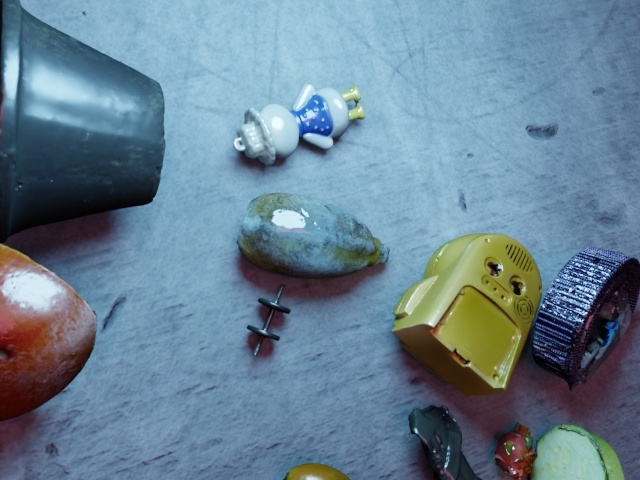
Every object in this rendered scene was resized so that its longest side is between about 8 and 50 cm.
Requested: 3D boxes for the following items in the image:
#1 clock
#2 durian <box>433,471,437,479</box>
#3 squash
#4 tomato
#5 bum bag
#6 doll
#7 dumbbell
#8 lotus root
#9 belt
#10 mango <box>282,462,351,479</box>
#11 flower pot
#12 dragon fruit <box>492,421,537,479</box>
[{"bbox_3d":[0.317,0.128,1.083,0.244,0.200,0.317,43,68,-8],"label":"clock"},{"bbox_3d":[0.221,0.580,1.067,0.100,0.086,0.216,2,85,-47],"label":"durian"},{"bbox_3d":[0.538,0.491,1.068,0.133,0.220,0.220,12,81,-8],"label":"squash"},{"bbox_3d":[-0.529,0.160,0.800,0.337,0.144,0.339,4,119,6],"label":"tomato"},{"bbox_3d":[0.275,0.464,1.058,0.327,0.079,0.142,62,30,-4],"label":"bum bag"},{"bbox_3d":[-0.043,-0.237,1.073,0.293,0.119,0.138,-25,106,-20],"label":"doll"},{"bbox_3d":[-0.100,0.153,1.029,0.069,0.069,0.147,23,78,-10],"label":"dumbbell"},{"bbox_3d":[0.000,0.000,1.037,0.321,0.140,0.158,11,80,-15],"label":"lotus root"},{"bbox_3d":[0.564,0.151,1.117,0.324,0.122,0.261,-30,124,-33],"label":"belt"},{"bbox_3d":[0.025,0.525,0.992,0.138,0.113,0.253,-36,94,-14],"label":"mango"},{"bbox_3d":[-0.403,-0.186,0.876,0.250,0.379,0.380,3,82,-31],"label":"flower pot"},{"bbox_3d":[0.414,0.442,1.116,0.081,0.086,0.116,18,67,28],"label":"dragon fruit"}]
